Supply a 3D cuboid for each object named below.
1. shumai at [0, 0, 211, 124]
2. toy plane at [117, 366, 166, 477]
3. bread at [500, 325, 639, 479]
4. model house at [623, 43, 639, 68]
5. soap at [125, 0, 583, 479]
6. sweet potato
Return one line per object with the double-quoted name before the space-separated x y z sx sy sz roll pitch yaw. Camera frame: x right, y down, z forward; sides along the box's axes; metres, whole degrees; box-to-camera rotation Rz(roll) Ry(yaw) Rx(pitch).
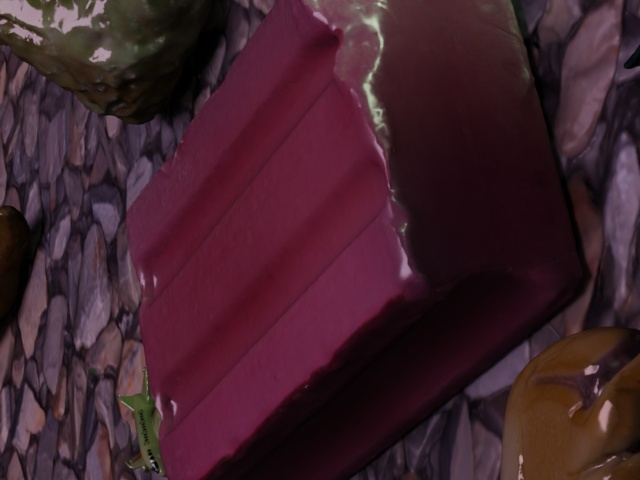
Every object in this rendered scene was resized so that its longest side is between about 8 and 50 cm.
"shumai" -0.208 -0.216 1.480 0.260 0.222 0.225 -43 48 49
"toy plane" -0.134 0.154 1.504 0.111 0.040 0.102 55 138 49
"bread" 0.141 0.153 0.909 0.134 0.081 0.225 -172 82 -68
"model house" 0.214 -0.125 0.770 0.148 0.119 0.149 112 180 -79
"soap" 0.000 0.000 1.146 0.359 0.128 0.233 -47 49 54
"sweet potato" -0.343 0.051 1.908 0.274 0.067 0.067 119 142 -46
